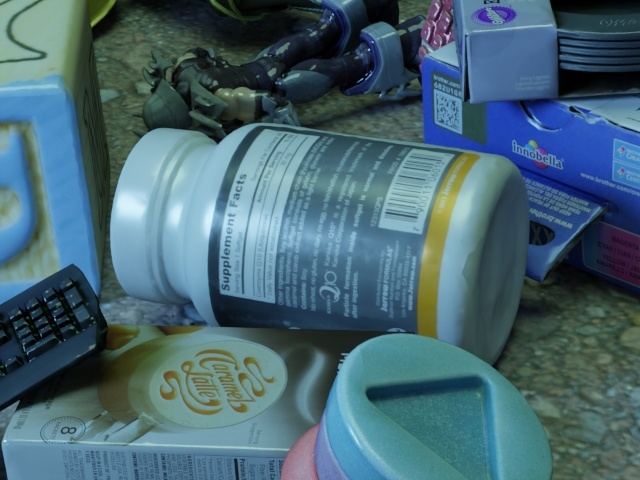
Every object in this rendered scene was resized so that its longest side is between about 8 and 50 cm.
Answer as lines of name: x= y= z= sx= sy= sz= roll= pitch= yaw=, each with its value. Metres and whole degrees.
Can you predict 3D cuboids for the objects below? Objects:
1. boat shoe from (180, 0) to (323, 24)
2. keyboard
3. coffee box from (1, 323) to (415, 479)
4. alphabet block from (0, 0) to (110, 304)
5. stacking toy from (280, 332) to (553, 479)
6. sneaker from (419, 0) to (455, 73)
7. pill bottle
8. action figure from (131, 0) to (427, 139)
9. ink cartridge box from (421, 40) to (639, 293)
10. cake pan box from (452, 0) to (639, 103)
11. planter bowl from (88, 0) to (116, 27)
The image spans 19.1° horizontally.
boat shoe: x=-0.081 y=-0.260 z=1.871 sx=0.305 sy=0.109 sz=0.091 roll=24 pitch=84 yaw=45
keyboard: x=-0.294 y=0.104 z=1.263 sx=0.317 sy=0.033 sz=0.201 roll=-30 pitch=24 yaw=-7
coffee box: x=-0.064 y=0.130 z=1.230 sx=0.246 sy=0.098 sz=0.141 roll=1 pitch=31 yaw=8
alphabet block: x=-0.271 y=-0.074 z=1.503 sx=0.192 sy=0.193 sz=0.197 roll=-3 pitch=31 yaw=-1
stacking toy: x=0.088 y=0.187 z=0.975 sx=0.279 sy=0.130 sz=0.309 roll=32 pitch=35 yaw=0
sneaker: x=0.206 y=-0.236 z=1.699 sx=0.121 sy=0.112 sz=0.299 roll=37 pitch=88 yaw=23
pill bottle: x=0.000 y=0.000 z=1.382 sx=0.278 sy=0.162 sz=0.162 roll=9 pitch=33 yaw=21
action figure: x=-0.038 y=-0.142 z=1.693 sx=0.285 sy=0.099 sz=0.185 roll=-22 pitch=42 yaw=-21
ink cartridge box: x=0.266 y=-0.098 z=1.524 sx=0.395 sy=0.151 sz=0.270 roll=-28 pitch=38 yaw=-36
cake pan box: x=0.225 y=-0.192 z=1.485 sx=0.246 sy=0.070 sz=0.267 roll=-4 pitch=31 yaw=5
planter bowl: x=-0.310 y=-0.288 z=1.903 sx=0.217 sy=0.090 sz=0.217 roll=-4 pitch=49 yaw=4
